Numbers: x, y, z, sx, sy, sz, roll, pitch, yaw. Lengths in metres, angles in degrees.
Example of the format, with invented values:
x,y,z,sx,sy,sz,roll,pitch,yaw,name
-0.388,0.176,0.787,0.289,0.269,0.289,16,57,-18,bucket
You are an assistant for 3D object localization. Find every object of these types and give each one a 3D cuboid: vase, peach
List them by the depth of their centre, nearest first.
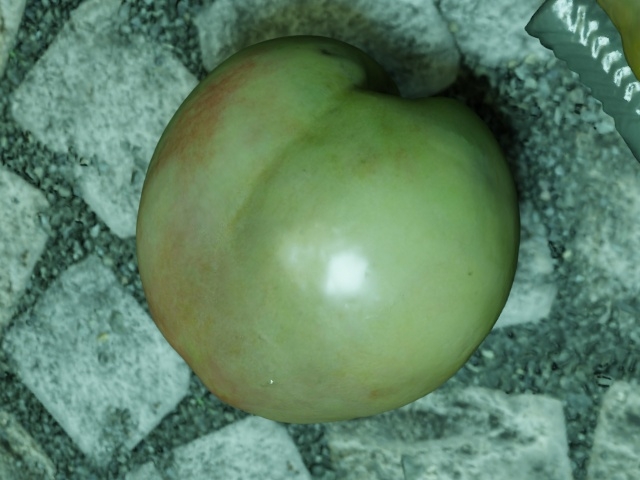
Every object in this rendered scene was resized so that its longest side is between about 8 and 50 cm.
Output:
x,y,z,sx,sy,sz,roll,pitch,yaw,name
0.247,-0.085,1.150,0.115,0.115,0.237,-40,81,29,vase
-0.001,-0.001,1.207,0.292,0.247,0.292,0,91,7,peach

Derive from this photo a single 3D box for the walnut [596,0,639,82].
x,y,z,sx,sy,sz,roll,pitch,yaw,name
0.307,-0.185,0.997,0.285,0.285,0.296,-16,85,29,walnut
